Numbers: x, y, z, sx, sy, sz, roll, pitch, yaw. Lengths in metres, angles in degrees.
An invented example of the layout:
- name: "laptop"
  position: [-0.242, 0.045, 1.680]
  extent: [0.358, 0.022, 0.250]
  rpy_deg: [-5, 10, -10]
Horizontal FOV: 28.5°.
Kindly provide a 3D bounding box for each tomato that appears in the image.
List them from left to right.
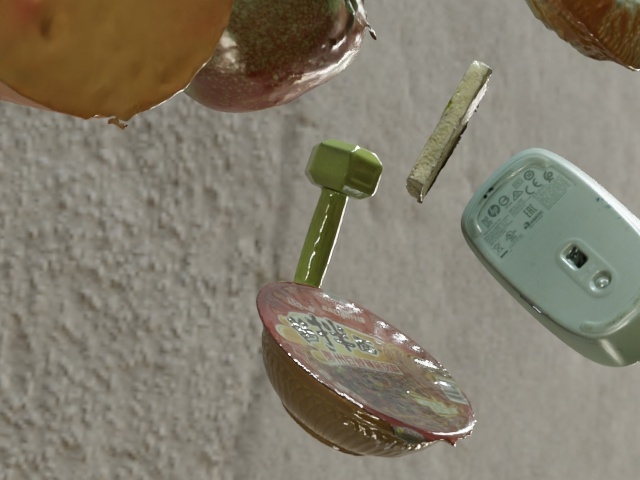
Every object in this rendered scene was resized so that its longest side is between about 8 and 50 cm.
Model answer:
- name: "tomato"
  position: [-0.092, -0.278, 1.357]
  extent: [0.303, 0.239, 0.303]
  rpy_deg: [60, 10, -18]

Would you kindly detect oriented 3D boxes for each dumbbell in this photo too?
- name: "dumbbell"
  position: [0.000, 0.000, 1.893]
  extent: [0.121, 0.108, 0.301]
  rpy_deg: [19, 87, -37]

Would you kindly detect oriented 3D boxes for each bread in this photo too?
- name: "bread"
  position: [0.133, -0.114, 1.316]
  extent: [0.153, 0.028, 0.068]
  rpy_deg: [-60, 172, -9]

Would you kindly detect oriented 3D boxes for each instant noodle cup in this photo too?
- name: "instant noodle cup"
  position: [0.030, 0.157, 1.349]
  extent: [0.090, 0.274, 0.274]
  rpy_deg: [-59, 157, 17]

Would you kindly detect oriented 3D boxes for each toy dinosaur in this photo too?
- name: "toy dinosaur"
  position: [0.161, -0.224, 0.921]
  extent: [0.393, 0.092, 0.205]
  rpy_deg: [30, 37, -40]

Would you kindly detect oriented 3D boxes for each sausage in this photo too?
- name: "sausage"
  position: [-0.231, -0.216, 0.923]
  extent: [0.233, 0.287, 0.233]
  rpy_deg: [-12, 109, -39]

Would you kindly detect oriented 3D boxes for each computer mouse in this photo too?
- name: "computer mouse"
  position: [0.287, 0.021, 1.413]
  extent: [0.159, 0.288, 0.097]
  rpy_deg: [-48, 142, 7]
